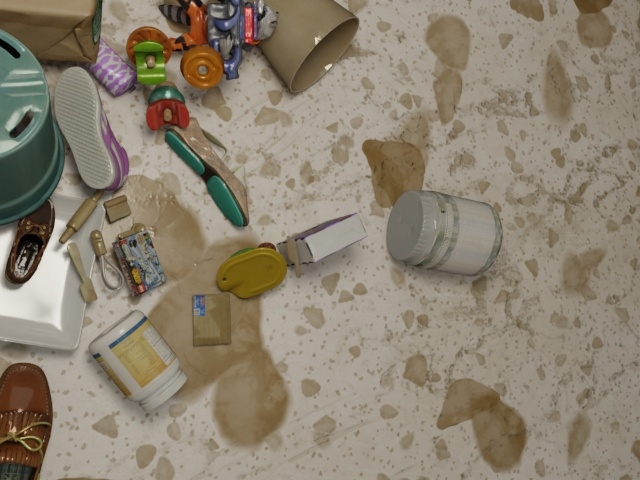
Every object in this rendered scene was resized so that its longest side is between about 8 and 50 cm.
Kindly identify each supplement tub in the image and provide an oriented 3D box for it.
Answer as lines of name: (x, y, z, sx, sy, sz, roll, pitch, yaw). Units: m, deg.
supplement tub: (-0.415, 0.275, 1.434, 0.144, 0.144, 0.199, -39, 100, -23)

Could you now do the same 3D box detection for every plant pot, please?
plant pot: (-0.082, -0.579, 1.652, 0.274, 0.256, 0.256, 46, 68, 5)
plant pot: (-0.651, -0.220, 1.166, 0.342, 0.334, 0.340, 5, 78, -24)

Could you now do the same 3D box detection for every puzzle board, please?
puzzle board: (-0.275, 0.199, 1.579, 0.097, 0.011, 0.128, 0, 83, -23)

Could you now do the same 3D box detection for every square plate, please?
square plate: (-0.678, 0.048, 1.371, 0.344, 0.049, 0.346, 14, 73, -29)

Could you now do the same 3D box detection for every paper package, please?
paper package: (-0.638, -0.577, 1.365, 0.310, 0.168, 0.324, 0, 68, -13)

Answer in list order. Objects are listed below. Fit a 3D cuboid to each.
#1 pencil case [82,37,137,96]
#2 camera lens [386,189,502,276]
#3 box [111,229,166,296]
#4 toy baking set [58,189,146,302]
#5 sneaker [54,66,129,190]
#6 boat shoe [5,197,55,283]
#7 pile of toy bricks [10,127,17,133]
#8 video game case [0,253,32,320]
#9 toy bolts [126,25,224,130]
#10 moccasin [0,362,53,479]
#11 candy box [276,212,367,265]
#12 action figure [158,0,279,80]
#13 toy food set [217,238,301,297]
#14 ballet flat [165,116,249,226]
pencil case: (-0.527, -0.442, 1.500, 0.088, 0.086, 0.206, -42, 104, 8)
camera lens: (0.354, -0.020, 1.770, 0.275, 0.219, 0.219, 10, 80, -23)
box: (-0.429, 0.053, 1.487, 0.094, 0.027, 0.136, -31, 107, -54)
toy baking set: (-0.500, 0.007, 1.448, 0.196, 0.030, 0.256, 50, 52, -27)
sneaker: (-0.523, -0.251, 1.452, 0.102, 0.161, 0.281, -12, 92, 5)
boat shoe: (-0.619, -0.005, 1.348, 0.073, 0.073, 0.206, 17, 70, -28)
pile of toy bricks: (-0.766, -0.255, 1.363, 0.212, 0.105, 0.118, -24, 94, -24)
video game case: (-0.779, 0.133, 1.355, 0.227, 0.026, 0.206, -26, 95, -25)
toy bolts: (-0.346, -0.395, 1.496, 0.219, 0.228, 0.158, -3, 40, -14)
moccasin: (-0.649, 0.449, 1.308, 0.139, 0.147, 0.379, 15, 78, -22)
candy box: (0.000, 0.000, 1.622, 0.165, 0.196, 0.070, -26, 96, -25)
action figure: (-0.258, -0.577, 1.519, 0.331, 0.178, 0.341, 11, 107, 2)
toy food set: (-0.158, 0.063, 1.597, 0.218, 0.071, 0.128, -19, 120, 0)
ballet flat: (-0.257, -0.182, 1.585, 0.106, 0.108, 0.316, -43, 103, -30)
